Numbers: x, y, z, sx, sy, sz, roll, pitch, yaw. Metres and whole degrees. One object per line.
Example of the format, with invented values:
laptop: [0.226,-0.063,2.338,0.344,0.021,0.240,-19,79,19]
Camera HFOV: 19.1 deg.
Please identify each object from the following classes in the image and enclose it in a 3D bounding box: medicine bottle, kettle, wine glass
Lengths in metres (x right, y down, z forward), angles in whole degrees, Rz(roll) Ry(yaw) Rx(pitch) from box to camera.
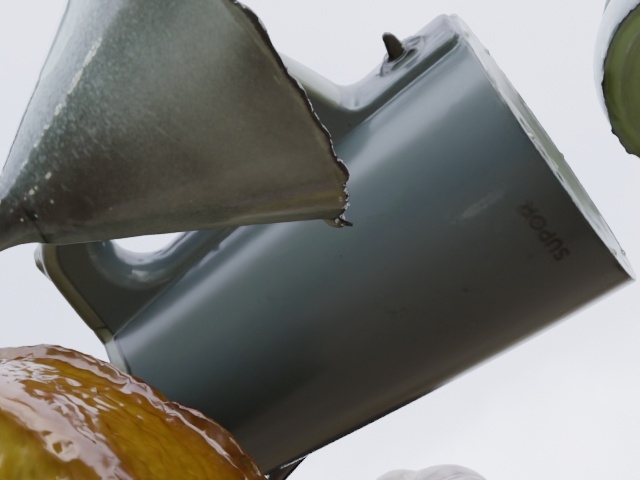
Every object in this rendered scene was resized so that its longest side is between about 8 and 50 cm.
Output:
medicine bottle: [0.253,-0.123,1.245,0.147,0.143,0.147,4,-68,10]
kettle: [0.000,0.000,0.949,0.243,0.160,0.210,-33,-63,9]
wine glass: [-0.121,0.002,0.680,0.232,0.156,0.156,-40,-36,-12]

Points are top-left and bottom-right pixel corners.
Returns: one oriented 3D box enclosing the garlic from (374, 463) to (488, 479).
garlic: [0.061,0.218,1.214,0.159,0.147,0.102,-51,-53,-4]

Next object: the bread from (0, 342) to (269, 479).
bread: [-0.150,0.191,0.847,0.312,0.312,0.172,-40,-21,8]
